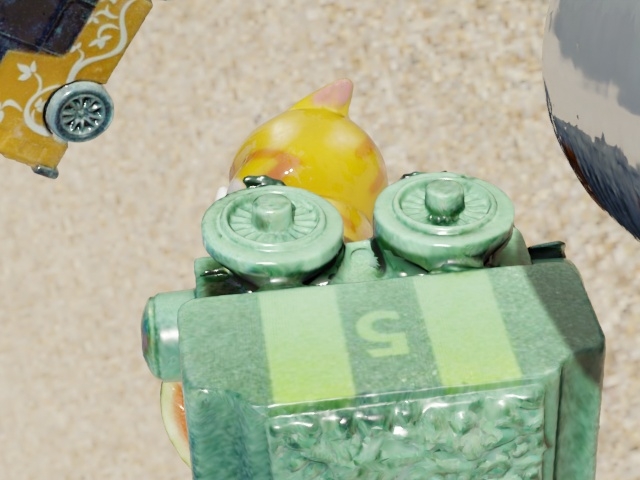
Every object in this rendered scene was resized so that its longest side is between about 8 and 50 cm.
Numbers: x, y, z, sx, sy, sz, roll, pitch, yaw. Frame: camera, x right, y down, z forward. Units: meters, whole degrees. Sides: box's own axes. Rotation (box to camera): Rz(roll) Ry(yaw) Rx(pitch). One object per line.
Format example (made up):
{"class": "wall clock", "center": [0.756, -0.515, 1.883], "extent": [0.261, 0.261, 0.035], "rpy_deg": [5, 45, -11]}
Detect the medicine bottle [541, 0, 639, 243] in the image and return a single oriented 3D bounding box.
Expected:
{"class": "medicine bottle", "center": [0.146, -0.038, 0.411], "extent": [0.252, 0.144, 0.145], "rpy_deg": [-98, -1, -80]}

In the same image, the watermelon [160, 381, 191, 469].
{"class": "watermelon", "center": [-0.093, 0.172, 1.649], "extent": [0.094, 0.135, 0.125], "rpy_deg": [12, 122, 62]}

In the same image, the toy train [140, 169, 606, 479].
{"class": "toy train", "center": [0.036, 0.071, 1.015], "extent": [0.238, 0.299, 0.167], "rpy_deg": [-103, 8, -54]}

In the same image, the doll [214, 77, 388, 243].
{"class": "doll", "center": [-0.017, 0.008, 1.360], "extent": [0.167, 0.162, 0.270], "rpy_deg": [101, 167, -60]}

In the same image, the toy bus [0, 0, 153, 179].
{"class": "toy bus", "center": [-0.235, -0.238, 1.354], "extent": [0.323, 0.194, 0.162], "rpy_deg": [-56, 39, 19]}
